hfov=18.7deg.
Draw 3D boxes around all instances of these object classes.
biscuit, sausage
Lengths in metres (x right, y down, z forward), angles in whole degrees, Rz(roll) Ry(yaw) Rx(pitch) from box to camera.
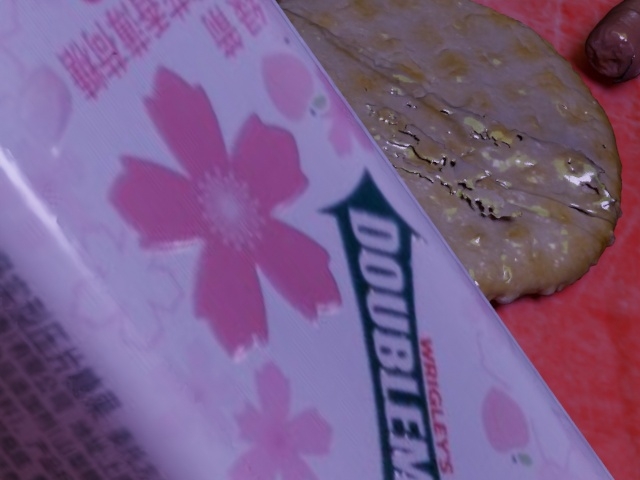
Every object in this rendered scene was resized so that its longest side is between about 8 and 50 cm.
[{"bbox_3d":[0.054,-0.056,0.973,0.220,0.033,0.220,11,46,-11],"label":"biscuit"},{"bbox_3d":[0.202,-0.140,1.109,0.043,0.043,0.186,37,46,13],"label":"sausage"}]

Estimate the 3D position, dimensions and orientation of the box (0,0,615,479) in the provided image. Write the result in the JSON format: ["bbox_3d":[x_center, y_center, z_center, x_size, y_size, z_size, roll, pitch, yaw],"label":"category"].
[{"bbox_3d":[-0.042,0.027,0.674,0.370,0.112,0.190,54,37,-12],"label":"box"}]
